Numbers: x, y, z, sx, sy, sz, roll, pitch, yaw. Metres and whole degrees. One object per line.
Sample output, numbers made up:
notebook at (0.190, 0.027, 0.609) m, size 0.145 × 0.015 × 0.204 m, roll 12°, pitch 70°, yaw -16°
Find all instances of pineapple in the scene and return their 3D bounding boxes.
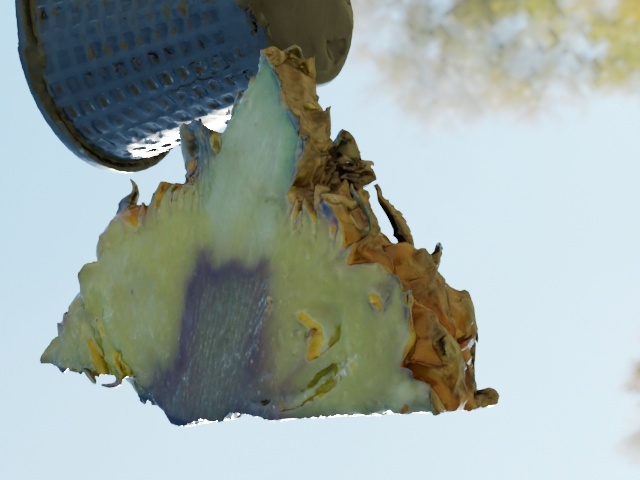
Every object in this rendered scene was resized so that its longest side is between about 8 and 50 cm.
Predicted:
pineapple at (-0.004, 0.001, 0.902) m, size 0.140 × 0.250 × 0.164 m, roll 3°, pitch -97°, yaw -45°

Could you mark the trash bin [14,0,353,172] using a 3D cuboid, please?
trash bin at (-0.073, -0.141, 1.206) m, size 0.175 × 0.161 × 0.175 m, roll 26°, pitch -122°, yaw -53°
